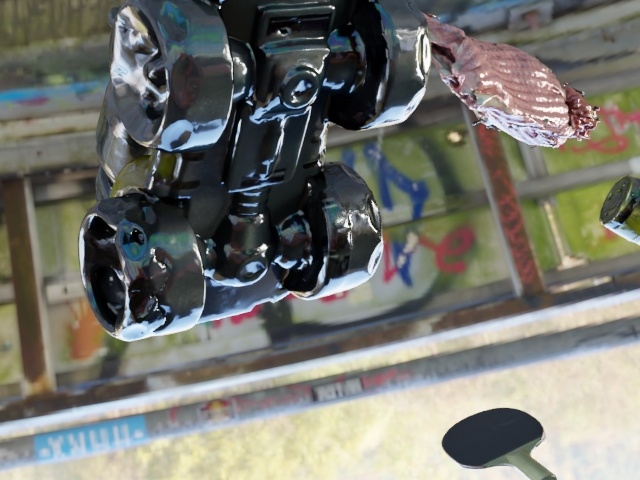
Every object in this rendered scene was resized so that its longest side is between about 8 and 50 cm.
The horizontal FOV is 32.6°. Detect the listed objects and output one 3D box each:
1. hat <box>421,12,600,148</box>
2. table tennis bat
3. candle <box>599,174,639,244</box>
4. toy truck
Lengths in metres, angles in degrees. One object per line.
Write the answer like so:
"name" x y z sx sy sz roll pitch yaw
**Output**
"hat" 0.224 -0.180 1.329 0.286 0.236 0.107 18 121 -34
"table tennis bat" 0.160 0.180 0.948 0.087 0.013 0.156 -20 -164 -11
"candle" 0.301 -0.005 0.919 0.131 0.052 0.052 28 148 -8
"toy truck" -0.056 -0.066 0.556 0.147 0.165 0.224 -12 136 -30
